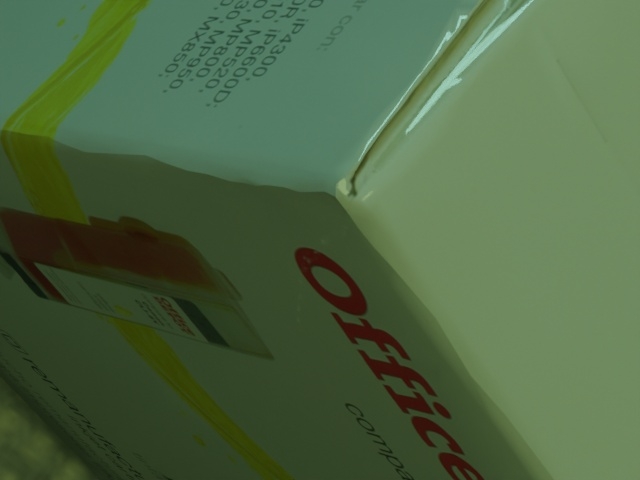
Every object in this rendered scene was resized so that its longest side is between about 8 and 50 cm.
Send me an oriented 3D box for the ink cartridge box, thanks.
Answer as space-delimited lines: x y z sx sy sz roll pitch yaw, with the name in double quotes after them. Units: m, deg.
0.000 0.000 0.724 0.160 0.384 0.279 -51 124 -21 "ink cartridge box"
